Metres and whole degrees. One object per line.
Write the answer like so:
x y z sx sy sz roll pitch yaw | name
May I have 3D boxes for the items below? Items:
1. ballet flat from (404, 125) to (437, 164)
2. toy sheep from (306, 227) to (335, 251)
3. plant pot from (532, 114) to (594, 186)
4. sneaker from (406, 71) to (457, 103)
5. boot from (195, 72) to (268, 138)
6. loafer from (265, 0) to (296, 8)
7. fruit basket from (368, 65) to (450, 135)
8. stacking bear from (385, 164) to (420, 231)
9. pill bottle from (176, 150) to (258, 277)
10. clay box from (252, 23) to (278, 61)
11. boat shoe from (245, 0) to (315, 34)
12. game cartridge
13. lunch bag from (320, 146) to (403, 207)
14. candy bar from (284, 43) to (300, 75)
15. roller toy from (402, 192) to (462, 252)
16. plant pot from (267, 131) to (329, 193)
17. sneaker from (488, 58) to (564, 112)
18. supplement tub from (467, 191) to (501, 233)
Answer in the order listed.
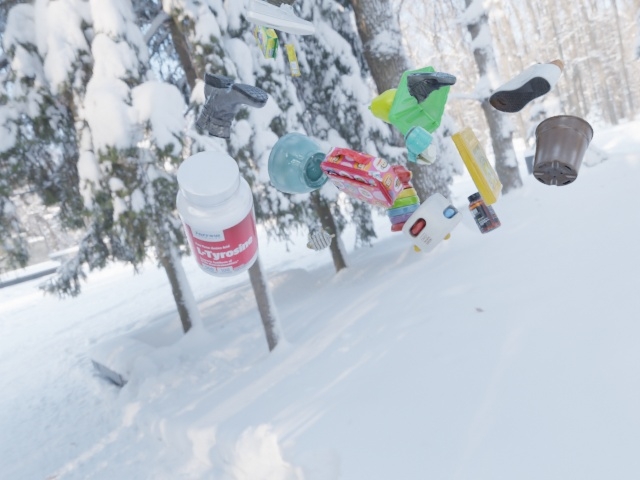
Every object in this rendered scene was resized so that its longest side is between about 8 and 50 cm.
0.298 -0.261 1.356 0.083 0.087 0.247 -49 -14 8 | ballet flat
0.000 0.000 1.996 0.132 0.091 0.091 -25 4 7 | toy sheep
0.736 -0.268 1.426 0.167 0.167 0.165 -9 51 51 | plant pot
0.503 -0.690 2.100 0.227 0.130 0.087 7 37 25 | sneaker
-0.333 -0.484 1.747 0.118 0.223 0.338 -9 32 -46 | boot
-0.092 -0.862 1.488 0.269 0.101 0.092 -52 23 35 | loafer
0.447 -0.689 2.411 0.392 0.282 0.392 -40 30 29 | fruit basket
0.361 -0.193 2.050 0.164 0.289 0.175 -11 3 20 | stacking bear
-0.322 -0.076 1.466 0.228 0.229 0.408 -17 -33 -13 | pill bottle
-0.271 -0.999 2.276 0.053 0.222 0.127 -16 -22 -21 | clay box
-0.100 -0.582 1.202 0.184 0.063 0.066 8 9 -10 | boat shoe
0.669 -0.329 1.966 0.052 0.324 0.285 -24 8 32 | game cartridge
0.149 -0.252 1.748 0.293 0.258 0.120 23 75 39 | lunch bag
-0.116 -0.750 1.922 0.040 0.162 0.018 -9 -16 -11 | candy bar
0.399 -0.054 1.645 0.209 0.146 0.191 -46 -12 0 | roller toy
-0.073 -0.344 2.169 0.293 0.293 0.196 -20 30 -35 | plant pot
0.692 -0.515 1.551 0.123 0.106 0.290 -49 14 -12 | sneaker
0.792 -0.138 2.264 0.106 0.198 0.106 -22 -12 -5 | supplement tub
